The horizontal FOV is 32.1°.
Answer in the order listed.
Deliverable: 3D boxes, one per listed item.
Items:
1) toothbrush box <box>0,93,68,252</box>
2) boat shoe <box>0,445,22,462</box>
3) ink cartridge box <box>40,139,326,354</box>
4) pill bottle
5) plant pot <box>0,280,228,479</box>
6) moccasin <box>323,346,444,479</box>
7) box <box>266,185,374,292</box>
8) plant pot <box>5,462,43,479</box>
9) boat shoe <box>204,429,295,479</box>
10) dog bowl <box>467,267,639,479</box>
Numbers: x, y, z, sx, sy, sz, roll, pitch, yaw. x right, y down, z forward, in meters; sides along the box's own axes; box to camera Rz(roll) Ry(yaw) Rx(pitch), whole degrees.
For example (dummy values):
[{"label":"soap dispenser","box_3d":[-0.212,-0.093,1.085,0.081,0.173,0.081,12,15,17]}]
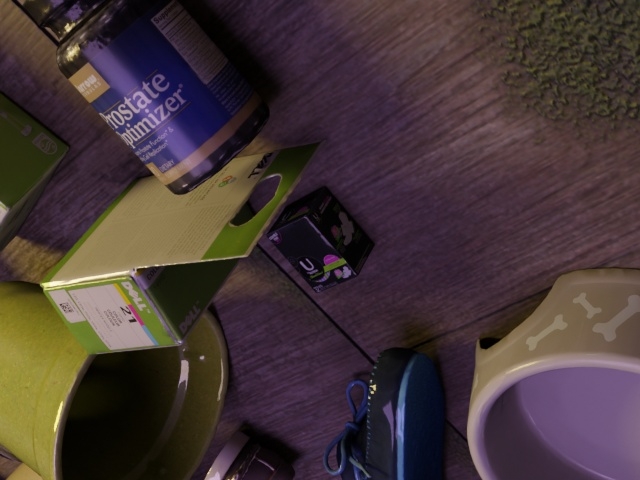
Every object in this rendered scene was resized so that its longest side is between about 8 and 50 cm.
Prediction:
[{"label":"toothbrush box","box_3d":[-0.451,-0.103,1.223,0.283,0.122,0.206,40,136,-7]},{"label":"boat shoe","box_3d":[-0.488,0.229,1.568,0.079,0.084,0.233,-5,135,46]},{"label":"ink cartridge box","box_3d":[-0.115,0.009,1.086,0.255,0.188,0.097,-8,123,34]},{"label":"pill bottle","box_3d":[-0.158,-0.158,1.008,0.123,0.122,0.219,-28,110,42]},{"label":"plant pot","box_3d":[-0.291,0.163,1.297,0.254,0.276,0.276,17,136,32]},{"label":"moccasin","box_3d":[0.065,0.249,1.243,0.117,0.137,0.342,16,133,22]},{"label":"box","box_3d":[0.000,0.000,1.114,0.062,0.052,0.083,-25,113,40]},{"label":"plant pot","box_3d":[-0.307,0.354,1.491,0.257,0.256,0.274,33,120,-1]},{"label":"boat shoe","box_3d":[-0.133,0.397,1.447,0.097,0.116,0.324,27,111,6]},{"label":"dog bowl","box_3d":[0.303,0.191,1.083,0.349,0.102,0.348,16,134,17]}]
